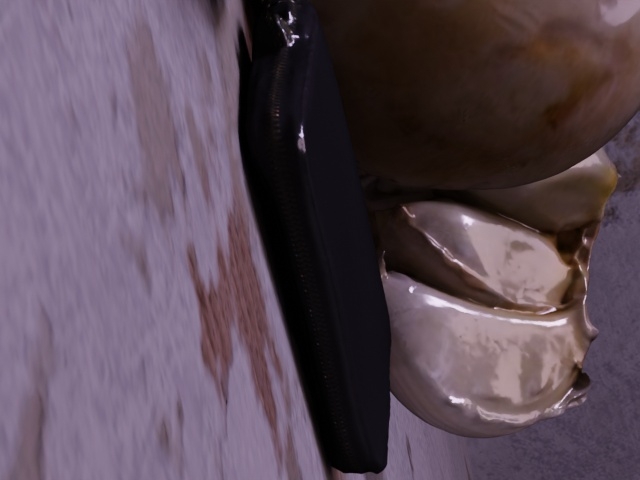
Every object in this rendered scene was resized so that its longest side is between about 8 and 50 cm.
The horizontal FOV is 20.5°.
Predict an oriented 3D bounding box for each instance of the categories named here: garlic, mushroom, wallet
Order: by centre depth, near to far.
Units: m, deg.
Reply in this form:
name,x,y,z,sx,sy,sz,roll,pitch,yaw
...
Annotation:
name,x,y,z,sx,sy,sz,roll,pitch,yaw
wallet,0.000,0.000,0.958,0.149,0.044,0.250,-87,166,-53
mushroom,0.069,-0.170,1.116,0.290,0.292,0.292,2,-75,66
garlic,0.090,-0.011,1.252,0.185,0.203,0.281,8,-99,62

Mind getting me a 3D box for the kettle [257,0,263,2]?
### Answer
name,x,y,z,sx,sy,sz,roll,pitch,yaw
kettle,0.005,-0.281,0.846,0.321,0.228,0.324,120,-23,-46
